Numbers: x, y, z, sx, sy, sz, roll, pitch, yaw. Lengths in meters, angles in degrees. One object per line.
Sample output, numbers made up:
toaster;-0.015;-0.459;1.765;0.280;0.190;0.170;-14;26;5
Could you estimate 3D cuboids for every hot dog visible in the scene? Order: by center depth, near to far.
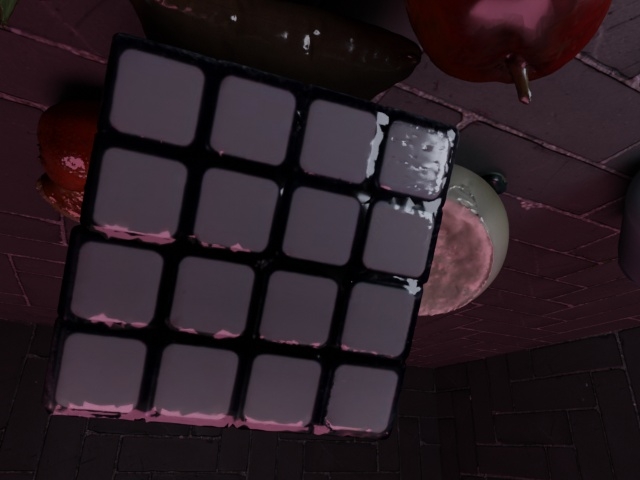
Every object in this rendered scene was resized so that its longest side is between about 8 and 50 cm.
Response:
hot dog;-0.479;-0.124;0.913;0.213;0.103;0.146;-21;127;22

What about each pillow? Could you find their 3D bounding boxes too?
pillow;-0.078;-0.222;0.570;0.305;0.109;0.308;6;-179;-18

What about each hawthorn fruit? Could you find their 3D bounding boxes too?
hawthorn fruit;0.181;-0.255;0.438;0.215;0.250;0.215;-3;180;0
hawthorn fruit;-0.337;-0.153;0.786;0.285;0.165;0.165;8;155;-28

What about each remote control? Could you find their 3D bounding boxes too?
remote control;0.300;-0.096;0.984;0.221;0.042;0.072;-20;146;39

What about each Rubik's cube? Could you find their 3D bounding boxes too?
Rubik's cube;-0.086;0.001;0.559;0.343;0.338;0.344;10;-178;-16

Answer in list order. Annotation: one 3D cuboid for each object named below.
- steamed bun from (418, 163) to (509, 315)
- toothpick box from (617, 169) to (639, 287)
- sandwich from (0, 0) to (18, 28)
steamed bun;0.212;-0.010;0.909;0.324;0.206;0.325;10;120;17
toothpick box;0.730;-0.027;0.858;0.262;0.263;0.354;-12;150;27
sandwich;-0.315;-0.316;0.328;0.198;0.228;0.155;16;151;-28
